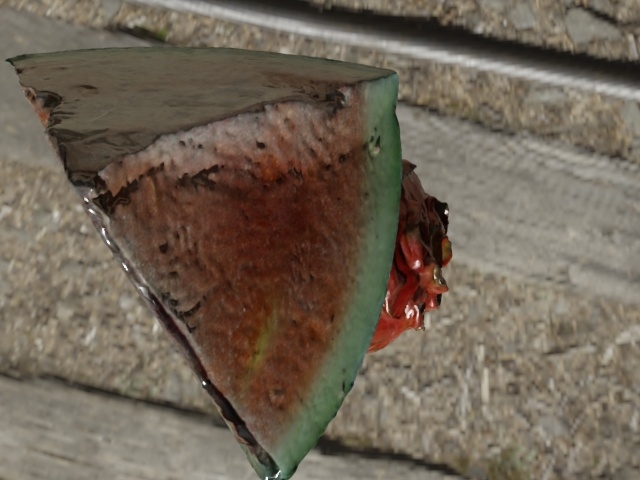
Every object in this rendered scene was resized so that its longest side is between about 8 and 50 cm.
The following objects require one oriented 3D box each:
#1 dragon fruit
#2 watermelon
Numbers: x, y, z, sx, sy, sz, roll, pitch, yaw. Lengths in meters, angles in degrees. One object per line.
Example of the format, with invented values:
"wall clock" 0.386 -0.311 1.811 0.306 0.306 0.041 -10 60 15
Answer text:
"dragon fruit" 0.008 0.006 1.470 0.252 0.241 0.241 -20 124 -12
"watermelon" -0.065 0.004 0.638 0.136 0.207 0.202 -14 167 39
